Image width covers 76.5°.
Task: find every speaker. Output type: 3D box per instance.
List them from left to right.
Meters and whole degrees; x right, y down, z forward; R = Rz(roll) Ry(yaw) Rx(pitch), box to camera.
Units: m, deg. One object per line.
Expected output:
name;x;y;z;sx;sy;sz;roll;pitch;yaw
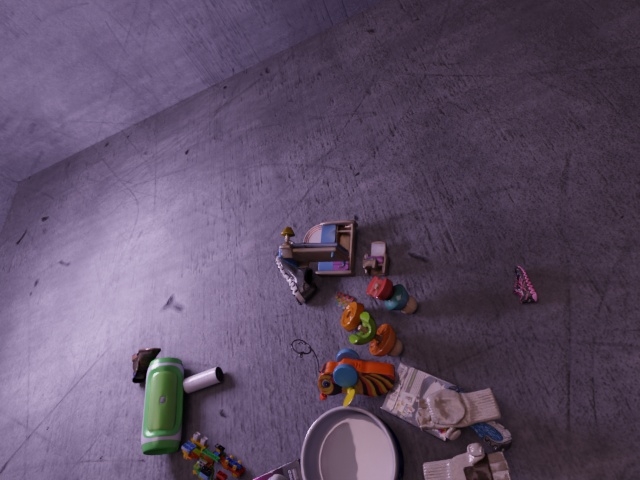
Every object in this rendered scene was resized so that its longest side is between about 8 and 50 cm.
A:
speaker;-0.539;0.564;1.398;0.131;0.131;0.296;-20;54;13
speaker;-0.411;0.490;1.426;0.136;0.055;0.055;-23;54;11

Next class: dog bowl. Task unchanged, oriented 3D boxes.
dog bowl;0.087;0.593;1.096;0.265;0.104;0.265;-12;57;19

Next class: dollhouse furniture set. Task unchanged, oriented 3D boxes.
dollhouse furniture set;0.053;-0.009;1.338;0.286;0.303;0.198;-3;72;24

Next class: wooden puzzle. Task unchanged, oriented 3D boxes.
wooden puzzle;0.083;0.211;1.394;0.083;0.006;0.049;21;71;34

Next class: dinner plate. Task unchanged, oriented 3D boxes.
dinner plate;0.000;0.000;1.557;0.141;0.017;0.141;-12;56;18

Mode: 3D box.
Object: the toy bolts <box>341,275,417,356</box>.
toy bolts;0.194;0.238;1.279;0.228;0.158;0.218;-60;15;-5

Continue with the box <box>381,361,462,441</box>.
box;0.284;0.446;1.135;0.186;0.038;0.145;15;68;33

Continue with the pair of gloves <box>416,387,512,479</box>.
pair of gloves;0.340;0.485;0.985;0.204;0.042;0.240;-13;59;22

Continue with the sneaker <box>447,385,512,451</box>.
sneaker;0.401;0.457;1.043;0.071;0.083;0.190;-48;55;2

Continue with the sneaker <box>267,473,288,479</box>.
sneaker;-0.067;0.706;1.010;0.237;0.085;0.086;45;109;34

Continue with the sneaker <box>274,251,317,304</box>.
sneaker;-0.084;0.119;1.489;0.106;0.078;0.234;-33;56;0

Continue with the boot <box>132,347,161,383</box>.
boot;-0.648;0.464;1.512;0.219;0.082;0.106;-34;54;46

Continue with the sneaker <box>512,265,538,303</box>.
sneaker;0.586;0.130;1.187;0.057;0.047;0.119;-26;51;23

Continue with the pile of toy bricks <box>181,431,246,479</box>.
pile of toy bricks;-0.346;0.702;1.248;0.212;0.118;0.105;19;102;23

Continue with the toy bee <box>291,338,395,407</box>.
toy bee;0.062;0.400;1.200;0.298;0.195;0.162;22;114;24

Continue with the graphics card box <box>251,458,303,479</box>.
graphics card box;-0.170;0.788;1.106;0.371;0.094;0.233;-27;52;6
